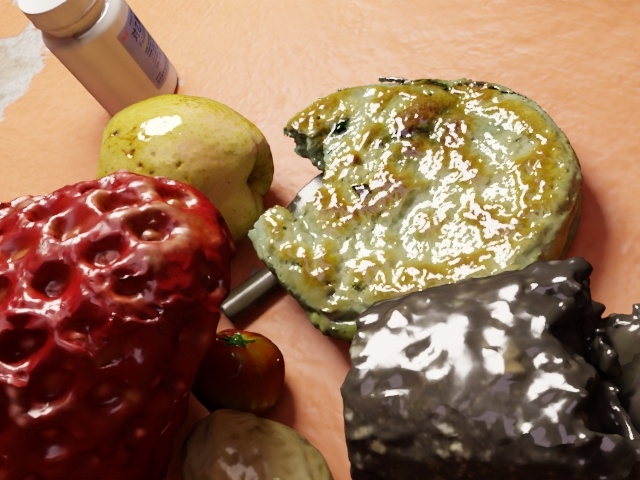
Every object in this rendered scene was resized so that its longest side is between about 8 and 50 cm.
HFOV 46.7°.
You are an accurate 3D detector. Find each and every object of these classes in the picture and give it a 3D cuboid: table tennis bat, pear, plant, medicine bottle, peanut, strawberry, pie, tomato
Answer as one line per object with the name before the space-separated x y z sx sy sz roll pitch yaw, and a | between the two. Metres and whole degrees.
table tennis bat | 0.000 0.000 0.729 0.234 0.022 0.131 -36 56 -3
pear | -0.132 -0.064 0.743 0.178 0.178 0.178 -10 58 17
plant | 0.182 0.118 0.483 0.320 0.181 0.194 -5 52 20
medicine bottle | -0.253 -0.230 0.861 0.102 0.187 0.103 -10 58 17
peanut | -0.017 0.211 0.561 0.103 0.098 0.229 -42 56 -20
strawberry | -0.220 0.078 0.576 0.345 0.295 0.317 -44 10 24
pie | 0.084 -0.037 0.674 0.302 0.067 0.302 -8 58 13
tomato | -0.073 0.120 0.653 0.087 0.087 0.075 11 102 27
